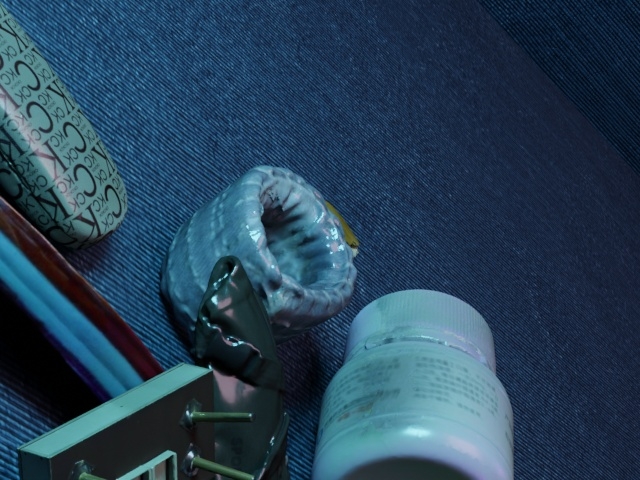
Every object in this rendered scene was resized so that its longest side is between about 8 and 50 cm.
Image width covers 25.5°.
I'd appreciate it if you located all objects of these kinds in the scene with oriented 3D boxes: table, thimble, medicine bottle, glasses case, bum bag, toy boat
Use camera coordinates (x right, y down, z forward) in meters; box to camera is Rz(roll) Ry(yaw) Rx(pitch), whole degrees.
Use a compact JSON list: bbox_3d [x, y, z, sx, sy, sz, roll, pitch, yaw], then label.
[{"bbox_3d":[-0.160,0.219,1.337,0.240,0.111,0.121,-26,121,-54],"label":"table"},{"bbox_3d":[-0.076,0.036,1.701,0.205,0.172,0.236,49,26,-14],"label":"thimble"},{"bbox_3d":[0.118,0.228,1.758,0.241,0.241,0.302,47,29,-25],"label":"medicine bottle"},{"bbox_3d":[-0.334,-0.147,1.525,0.354,0.085,0.137,55,28,-10],"label":"glasses case"},{"bbox_3d":[-0.081,0.178,1.528,0.142,0.080,0.326,-18,102,-64],"label":"bum bag"},{"bbox_3d":[-0.248,0.098,1.402,0.392,0.136,0.079,54,49,-32],"label":"toy boat"}]

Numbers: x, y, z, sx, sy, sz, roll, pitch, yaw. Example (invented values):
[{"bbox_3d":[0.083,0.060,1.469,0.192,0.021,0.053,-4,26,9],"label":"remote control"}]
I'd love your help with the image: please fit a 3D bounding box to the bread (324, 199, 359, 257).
[{"bbox_3d":[0.000,0.000,1.962,0.106,0.082,0.125,61,29,-11],"label":"bread"}]
